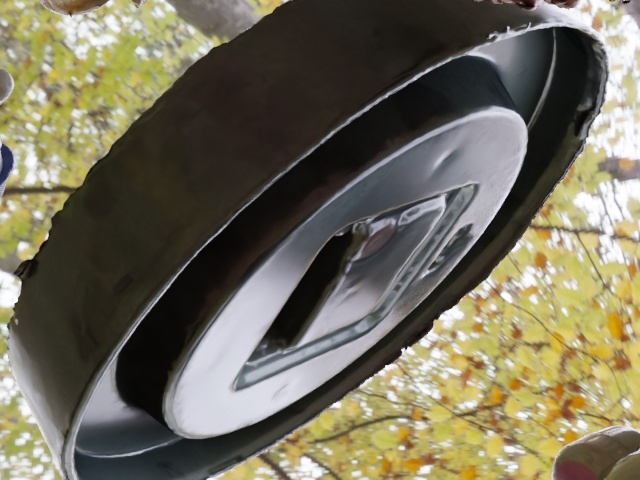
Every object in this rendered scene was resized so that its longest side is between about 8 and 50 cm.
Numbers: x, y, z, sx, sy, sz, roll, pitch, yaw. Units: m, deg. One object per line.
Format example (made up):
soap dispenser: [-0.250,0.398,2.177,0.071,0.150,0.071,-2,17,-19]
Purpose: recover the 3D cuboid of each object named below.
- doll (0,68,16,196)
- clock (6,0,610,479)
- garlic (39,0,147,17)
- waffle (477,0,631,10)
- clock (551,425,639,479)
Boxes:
doll: [-0.165,-0.059,0.487,0.098,0.143,0.058,14,-133,23]
clock: [0.000,0.001,0.534,0.312,0.312,0.061,-43,-110,5]
garlic: [-0.189,-0.250,0.917,0.174,0.099,0.124,-49,-122,40]
waffle: [0.078,-0.089,0.333,0.075,0.083,0.029,-23,-69,-17]
clock: [0.304,0.257,0.822,0.309,0.114,0.284,-11,-86,59]
